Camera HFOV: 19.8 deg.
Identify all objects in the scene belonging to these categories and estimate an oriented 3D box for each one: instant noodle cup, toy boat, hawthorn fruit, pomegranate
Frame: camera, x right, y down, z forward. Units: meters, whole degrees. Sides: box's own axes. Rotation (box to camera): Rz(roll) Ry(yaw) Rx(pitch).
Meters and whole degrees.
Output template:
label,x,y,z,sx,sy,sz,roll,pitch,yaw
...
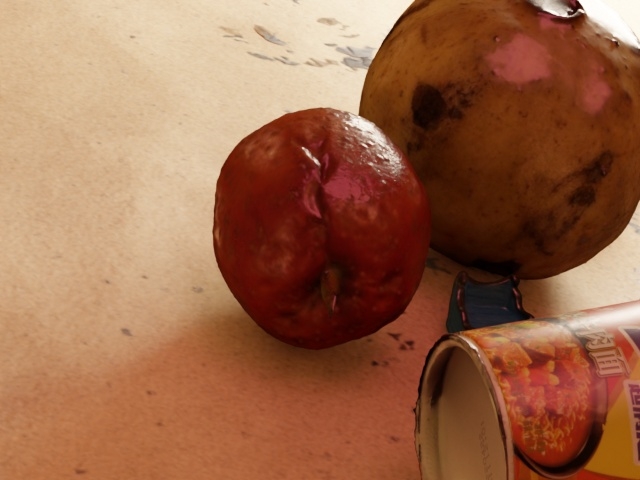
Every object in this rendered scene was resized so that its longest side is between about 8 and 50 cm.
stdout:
label,x,y,z,sx,sy,sz,roll,pitch,yaw
instant noodle cup,0.171,0.139,1.255,0.174,0.213,0.213,-3,34,-17
toy boat,0.162,0.084,1.453,0.075,0.077,0.185,5,31,-23
hawthorn fruit,0.000,0.000,1.403,0.179,0.179,0.200,15,25,-6
pomegranate,0.167,-0.107,1.608,0.281,0.281,0.281,14,29,-8
